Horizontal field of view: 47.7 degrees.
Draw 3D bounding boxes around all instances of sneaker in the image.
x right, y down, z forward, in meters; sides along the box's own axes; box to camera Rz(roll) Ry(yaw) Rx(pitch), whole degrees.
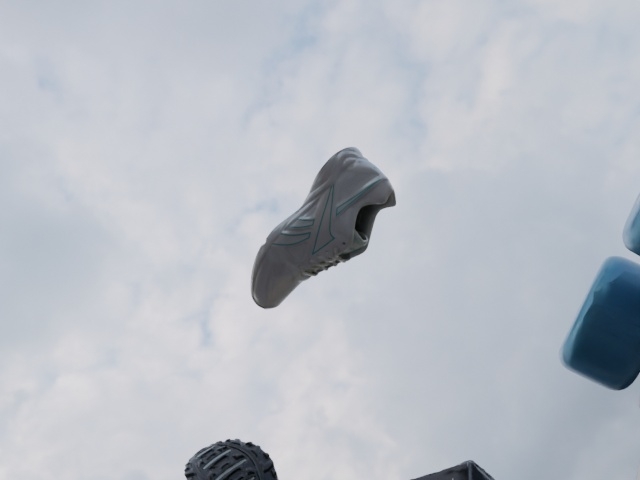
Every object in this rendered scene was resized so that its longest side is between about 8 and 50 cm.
[{"bbox_3d":[0.000,0.000,0.581,0.152,0.061,0.054,-53,-24,9],"label":"sneaker"},{"bbox_3d":[-0.061,0.328,0.824,0.100,0.271,0.108,-28,-47,-36],"label":"sneaker"}]

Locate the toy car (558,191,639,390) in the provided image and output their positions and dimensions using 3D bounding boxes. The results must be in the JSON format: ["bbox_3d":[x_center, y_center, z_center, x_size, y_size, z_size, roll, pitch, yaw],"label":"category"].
[{"bbox_3d":[0.287,-0.005,0.383,0.238,0.219,0.210,-51,-22,-33],"label":"toy car"}]

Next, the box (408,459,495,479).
[{"bbox_3d":[0.022,0.259,0.328,0.184,0.261,0.103,-31,-59,34],"label":"box"}]

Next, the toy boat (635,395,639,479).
[{"bbox_3d":[0.499,0.248,0.933,0.318,0.148,0.267,-12,-68,-68],"label":"toy boat"}]
